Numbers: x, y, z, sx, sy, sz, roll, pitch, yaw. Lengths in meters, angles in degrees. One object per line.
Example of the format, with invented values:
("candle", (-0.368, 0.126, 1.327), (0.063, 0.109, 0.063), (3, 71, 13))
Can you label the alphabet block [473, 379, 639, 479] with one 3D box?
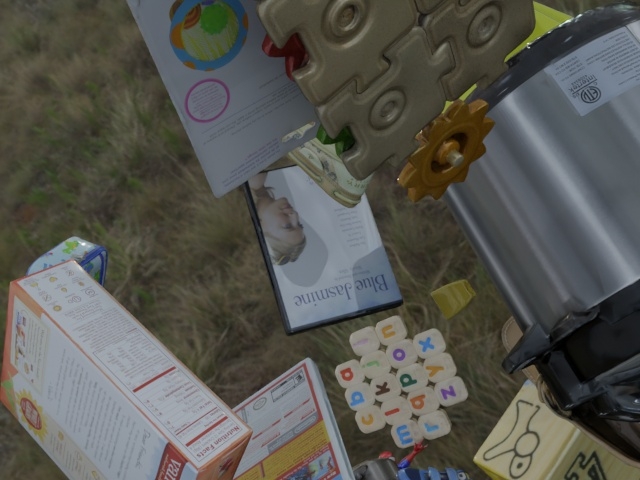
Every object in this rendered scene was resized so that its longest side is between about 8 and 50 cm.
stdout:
("alphabet block", (0.439, 0.402, 1.314), (0.197, 0.193, 0.192), (-51, 17, -12))

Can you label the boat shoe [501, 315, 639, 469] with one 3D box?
("boat shoe", (0.367, 0.195, 1.011), (0.341, 0.110, 0.122), (38, 119, 53))

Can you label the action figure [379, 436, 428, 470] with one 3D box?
("action figure", (0.233, 0.549, 1.546), (0.139, 0.280, 0.091), (-36, 10, -9))

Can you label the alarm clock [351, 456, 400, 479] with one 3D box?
("alarm clock", (0.076, 0.413, 1.202), (0.129, 0.192, 0.064), (-29, 53, -6))

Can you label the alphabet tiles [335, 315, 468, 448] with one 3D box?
("alphabet tiles", (0.179, 0.318, 1.614), (0.277, 0.021, 0.284), (-27, 85, 24))

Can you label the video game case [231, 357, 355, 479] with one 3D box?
("video game case", (-0.060, 0.290, 0.860), (0.204, 0.025, 0.285), (-36, 32, 7))

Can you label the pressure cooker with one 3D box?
("pressure cooker", (0.368, -0.011, 0.834), (0.370, 0.375, 0.421), (-46, 62, 38))

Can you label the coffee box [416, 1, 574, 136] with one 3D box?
("coffee box", (0.460, -0.210, 1.408), (0.338, 0.334, 0.338), (40, 98, 36))

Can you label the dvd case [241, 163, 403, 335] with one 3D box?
("dvd case", (0.000, 0.000, 1.061), (0.180, 0.022, 0.253), (-13, 73, -16))

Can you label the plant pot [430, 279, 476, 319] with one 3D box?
("plant pot", (0.344, 0.141, 1.816), (0.083, 0.081, 0.082), (-38, 78, 24))

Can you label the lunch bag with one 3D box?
("lunch bag", (-0.484, 0.112, 1.366), (0.176, 0.090, 0.219), (-52, -19, -62))

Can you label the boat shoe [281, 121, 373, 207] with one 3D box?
("boat shoe", (-0.041, -0.147, 0.941), (0.285, 0.104, 0.089), (40, 123, 35))

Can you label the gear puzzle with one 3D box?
("gear puzzle", (0.052, -0.134, 0.419), (0.175, 0.339, 0.044), (-41, 55, -3))

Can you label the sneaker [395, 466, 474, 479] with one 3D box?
("sneaker", (0.174, 0.341, 0.999), (0.053, 0.144, 0.059), (-95, 29, -65))

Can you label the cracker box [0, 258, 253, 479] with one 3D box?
("cracker box", (-0.176, 0.148, 0.610), (0.232, 0.067, 0.156), (39, 128, 21))

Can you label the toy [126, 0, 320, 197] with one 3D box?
("toy", (-0.047, -0.151, 0.399), (0.136, 0.237, 0.056), (-33, 52, -14))
